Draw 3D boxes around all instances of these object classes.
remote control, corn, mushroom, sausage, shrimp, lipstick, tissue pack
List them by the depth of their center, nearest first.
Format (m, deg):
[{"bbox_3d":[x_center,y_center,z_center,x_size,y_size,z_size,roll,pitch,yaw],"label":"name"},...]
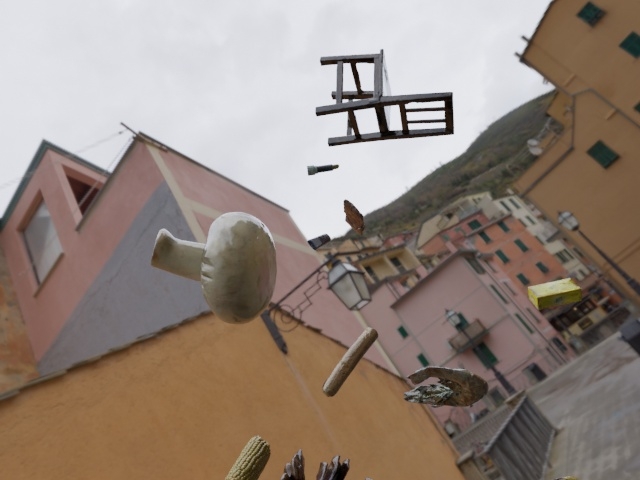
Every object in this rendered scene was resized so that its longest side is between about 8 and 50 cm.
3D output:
[{"bbox_3d":[-0.248,0.051,1.237,0.315,0.315,0.356,-38,-68,6],"label":"mushroom"},{"bbox_3d":[-0.255,0.789,1.527,0.101,0.101,0.310,-49,0,29],"label":"corn"},{"bbox_3d":[0.420,0.520,1.599,0.360,0.247,0.085,-32,28,45],"label":"shrimp"},{"bbox_3d":[0.010,-0.258,1.614,0.116,0.037,0.037,-8,-28,-2],"label":"lipstick"},{"bbox_3d":[-0.001,0.001,1.627,0.027,0.043,0.152,-38,-4,25],"label":"remote control"},{"bbox_3d":[0.109,0.448,1.662,0.301,0.066,0.066,-49,-18,-26],"label":"sausage"},{"bbox_3d":[0.954,0.216,1.833,0.176,0.095,0.062,-12,-68,7],"label":"tissue pack"}]

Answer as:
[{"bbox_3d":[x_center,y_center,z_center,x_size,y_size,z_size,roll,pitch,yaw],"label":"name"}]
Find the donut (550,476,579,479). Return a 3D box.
[{"bbox_3d":[0.867,0.887,1.603,0.140,0.059,0.140,-4,-43,-3],"label":"donut"}]

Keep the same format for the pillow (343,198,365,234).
[{"bbox_3d":[0.171,-0.115,2.244,0.049,0.135,0.248,-39,-20,-9],"label":"pillow"}]

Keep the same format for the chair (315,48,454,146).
[{"bbox_3d":[0.213,-0.472,1.460,0.416,0.240,0.203,-2,-28,15],"label":"chair"}]

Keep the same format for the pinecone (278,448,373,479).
[{"bbox_3d":[0.048,0.685,1.033,0.384,0.384,0.384,-28,-26,-15],"label":"pinecone"}]
